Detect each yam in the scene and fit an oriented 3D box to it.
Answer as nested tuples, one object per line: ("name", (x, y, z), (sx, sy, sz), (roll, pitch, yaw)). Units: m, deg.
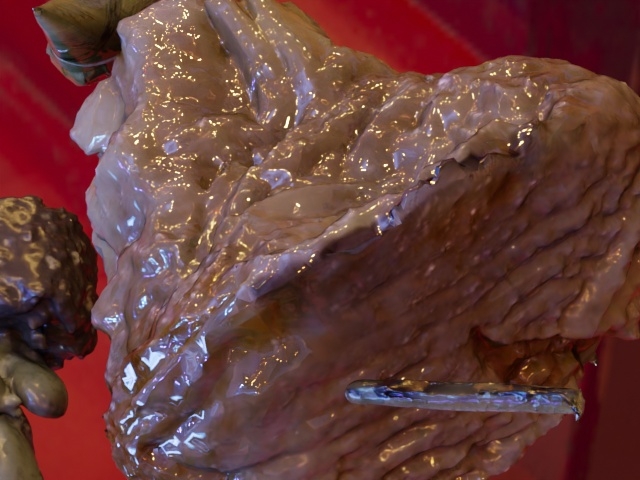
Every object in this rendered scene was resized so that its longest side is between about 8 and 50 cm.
("yam", (0.060, 0.066, 0.810), (0.107, 0.014, 0.014), (1, 43, 24))

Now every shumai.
("shumai", (-0.002, -0.001, 1.077), (0.346, 0.217, 0.283), (-40, 41, -12))

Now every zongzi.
("zongzi", (-0.128, -0.151, 1.188), (0.104, 0.113, 0.052), (-42, 75, -9))

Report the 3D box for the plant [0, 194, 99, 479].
("plant", (-0.255, 0.101, 1.490), (0.146, 0.149, 0.274), (-5, 55, 22))
